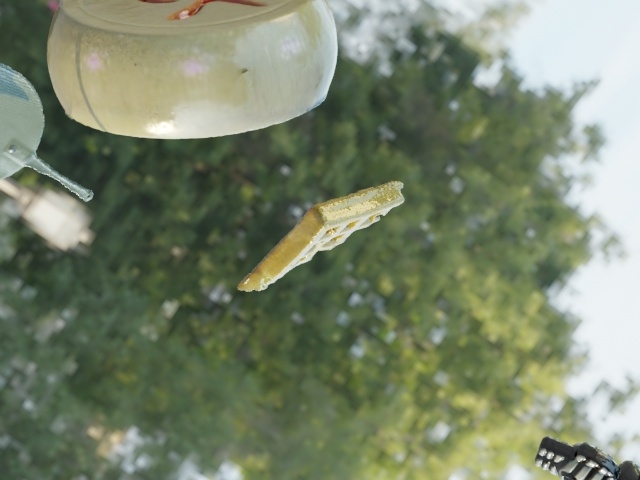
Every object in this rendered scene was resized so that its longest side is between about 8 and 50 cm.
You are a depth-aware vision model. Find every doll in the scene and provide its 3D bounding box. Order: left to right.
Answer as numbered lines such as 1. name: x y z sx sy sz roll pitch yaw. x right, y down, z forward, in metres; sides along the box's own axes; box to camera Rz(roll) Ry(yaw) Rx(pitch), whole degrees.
1. doll: 0.380 0.308 2.341 0.067 0.219 0.091 -57 165 -35

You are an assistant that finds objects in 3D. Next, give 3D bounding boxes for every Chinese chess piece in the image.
1. Chinese chess piece: -0.111 -0.169 1.589 0.251 0.251 0.097 -86 174 -66

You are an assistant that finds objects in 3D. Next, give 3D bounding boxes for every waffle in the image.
1. waffle: 0.000 0.000 1.969 0.125 0.032 0.191 -21 167 -34

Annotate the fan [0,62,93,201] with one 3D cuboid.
1. fan: -0.255 -0.078 1.482 0.113 0.175 0.005 -50 -154 14
